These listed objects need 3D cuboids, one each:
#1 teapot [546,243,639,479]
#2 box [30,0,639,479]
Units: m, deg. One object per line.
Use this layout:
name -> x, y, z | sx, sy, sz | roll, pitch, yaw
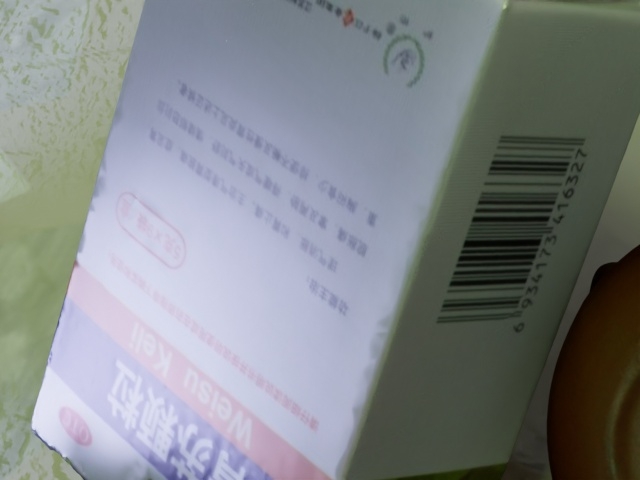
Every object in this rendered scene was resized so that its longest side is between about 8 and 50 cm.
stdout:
teapot -> 0.200, 0.083, 0.761 | 0.252, 0.135, 0.178 | 36, 115, 22
box -> 0.000, 0.000, 0.835 | 0.200, 0.106, 0.299 | 36, 116, 41
